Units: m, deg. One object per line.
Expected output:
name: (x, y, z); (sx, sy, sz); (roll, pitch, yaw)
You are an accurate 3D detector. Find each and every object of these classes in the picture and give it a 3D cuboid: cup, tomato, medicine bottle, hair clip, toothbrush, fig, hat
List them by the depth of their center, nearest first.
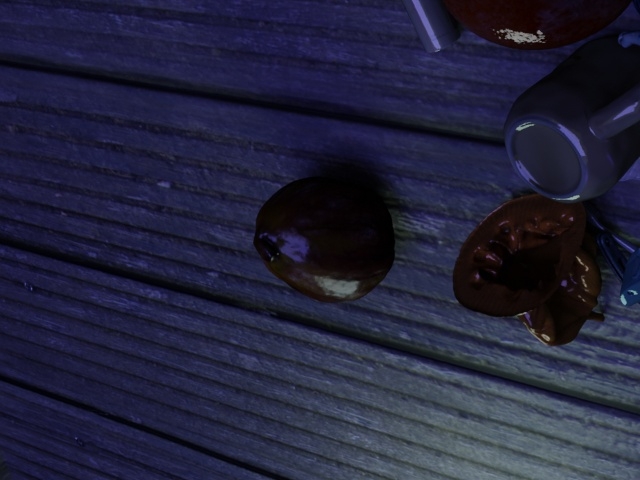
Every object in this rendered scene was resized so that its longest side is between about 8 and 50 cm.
tomato: (0.254, -0.348, 1.513); (0.265, 0.265, 0.264); (23, 135, 26)
cup: (0.389, -0.158, 1.729); (0.255, 0.202, 0.173); (7, 129, 48)
medicine bottle: (0.132, -0.389, 1.903); (0.059, 0.059, 0.230); (-10, 116, 45)
toothbrush: (0.495, 0.028, 1.961); (0.276, 0.025, 0.019); (39, 145, 6)
hair clip: (0.507, 0.095, 1.964); (0.275, 0.048, 0.083); (43, 156, 0)
hat: (0.377, 0.067, 2.019); (0.233, 0.244, 0.233); (33, -166, -33)
fig: (0.008, -0.004, 2.210); (0.224, 0.224, 0.263); (-4, 151, 43)

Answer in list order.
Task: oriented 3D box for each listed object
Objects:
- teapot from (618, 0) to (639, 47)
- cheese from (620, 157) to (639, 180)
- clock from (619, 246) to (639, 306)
teapot: (0.447, -0.328, 1.594); (0.159, 0.159, 0.232); (33, 109, 16)
cheese: (0.492, -0.107, 1.816); (0.252, 0.054, 0.127); (0, 98, 53)
clock: (0.583, 0.080, 1.823); (0.274, 0.094, 0.223); (33, 145, -12)
